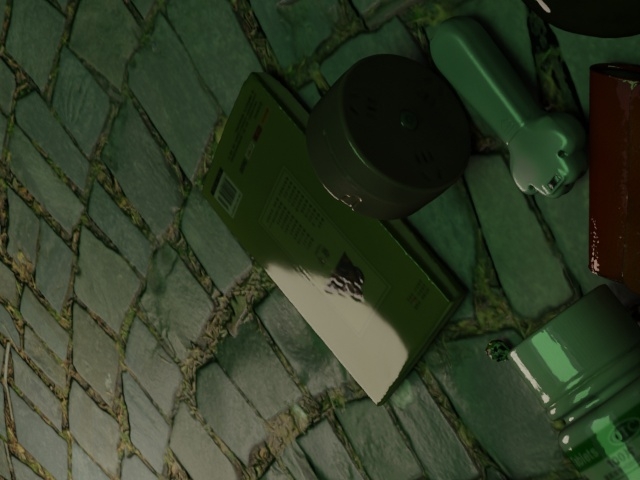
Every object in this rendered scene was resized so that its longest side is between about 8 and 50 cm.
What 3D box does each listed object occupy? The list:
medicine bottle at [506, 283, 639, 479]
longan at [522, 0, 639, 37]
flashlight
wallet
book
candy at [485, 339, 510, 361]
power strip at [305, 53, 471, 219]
[{"bbox_3d":[0.284,0.166,1.216,0.237,0.139,0.139,53,141,9],"label":"medicine bottle"},{"bbox_3d":[0.220,-0.259,1.001,0.198,0.198,0.212,-27,79,52],"label":"longan"},{"bbox_3d":[0.175,-0.128,1.245,0.200,0.047,0.093,53,142,16],"label":"flashlight"},{"bbox_3d":[0.293,-0.046,1.158,0.142,0.045,0.204,20,126,41],"label":"wallet"},{"bbox_3d":[0.000,0.000,1.528,0.352,0.035,0.239,49,142,16],"label":"book"},{"bbox_3d":[0.208,0.123,1.377,0.083,0.023,0.025,18,116,30],"label":"candy"},{"bbox_3d":[0.068,-0.102,1.301,0.154,0.154,0.078,58,145,6],"label":"power strip"}]
